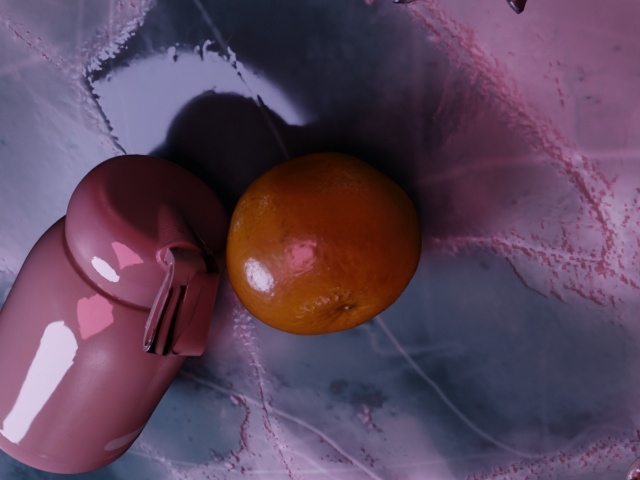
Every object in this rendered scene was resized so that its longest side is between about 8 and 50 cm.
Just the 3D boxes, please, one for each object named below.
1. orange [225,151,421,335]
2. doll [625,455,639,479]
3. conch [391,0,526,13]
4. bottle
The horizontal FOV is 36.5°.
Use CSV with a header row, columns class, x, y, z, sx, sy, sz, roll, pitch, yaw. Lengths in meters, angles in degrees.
class,x,y,z,sx,sy,sz,roll,pitch,yaw
orange,0.000,0.000,0.778,0.159,0.159,0.136,-42,55,35
doll,0.358,0.265,0.782,0.154,0.119,0.278,-21,102,28
conch,0.141,-0.271,0.553,0.240,0.186,0.313,16,107,-17
bottle,-0.184,0.075,0.865,0.173,0.206,0.297,10,131,-34
